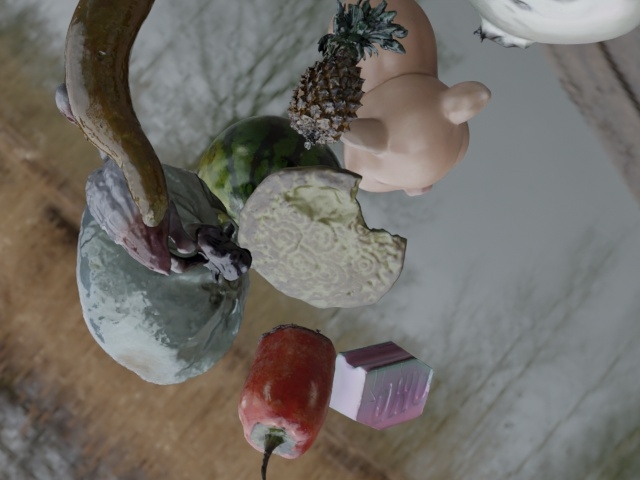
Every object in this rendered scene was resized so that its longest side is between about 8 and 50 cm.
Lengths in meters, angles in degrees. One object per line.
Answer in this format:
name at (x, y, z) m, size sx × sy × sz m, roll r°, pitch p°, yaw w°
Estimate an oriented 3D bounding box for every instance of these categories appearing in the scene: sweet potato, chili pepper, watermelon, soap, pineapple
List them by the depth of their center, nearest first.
chili pepper at (-0.037, 0.172, 1.274) m, size 0.086 × 0.192 × 0.084 m, roll 0°, pitch 133°, yaw 13°
sweet potato at (-0.212, -0.181, 1.331) m, size 0.108 × 0.346 × 0.079 m, roll -3°, pitch 165°, yaw 3°
pineapple at (0.030, -0.200, 1.557) m, size 0.103 × 0.221 × 0.083 m, roll 21°, pitch 154°, yaw 9°
soap at (0.077, 0.179, 1.572) m, size 0.056 × 0.100 × 0.149 m, roll 29°, pitch -157°, yaw 37°
watermelon at (-0.093, -0.088, 2.342) m, size 0.285 × 0.285 × 0.285 m, roll 38°, pitch 167°, yaw 10°

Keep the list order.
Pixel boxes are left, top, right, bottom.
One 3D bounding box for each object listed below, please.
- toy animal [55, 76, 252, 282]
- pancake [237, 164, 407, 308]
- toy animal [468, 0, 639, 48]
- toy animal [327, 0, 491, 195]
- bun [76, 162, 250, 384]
toy animal at (-0.217, -0.062, 1.444) m, size 0.324 × 0.090 × 0.195 m, roll 47°, pitch -165°, yaw -3°
pancake at (0.000, 0.000, 1.678) m, size 0.235 × 0.211 × 0.029 m, roll 59°, pitch -155°, yaw -27°
toy animal at (0.260, -0.303, 1.153) m, size 0.251 × 0.309 × 0.251 m, roll -19°, pitch -90°, yaw -87°
toy animal at (0.117, -0.229, 1.991) m, size 0.269 × 0.237 × 0.326 m, roll -124°, pitch 19°, yaw -77°
bun at (-0.228, 0.046, 1.959) m, size 0.211 × 0.362 × 0.362 m, roll -5°, pitch 147°, yaw 19°
